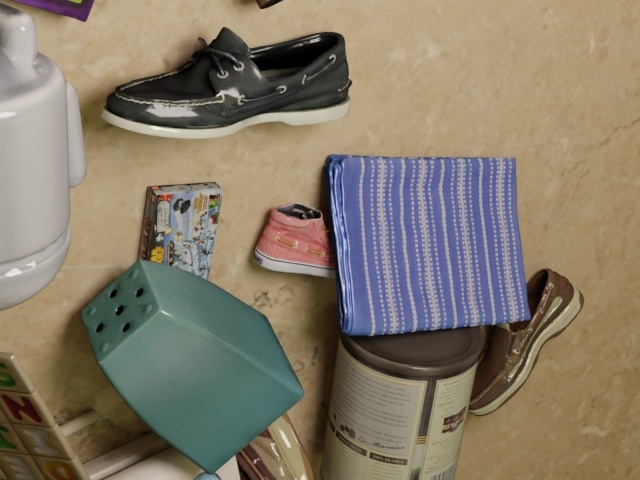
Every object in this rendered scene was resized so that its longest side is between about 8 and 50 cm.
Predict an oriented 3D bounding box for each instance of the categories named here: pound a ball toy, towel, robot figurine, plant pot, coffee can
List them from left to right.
[{"bbox_3d":[-0.361,-0.072,1.384,0.300,0.200,0.353,-24,130,-42],"label":"robot figurine"},{"bbox_3d":[-0.262,0.318,1.706,0.319,0.136,0.208,-21,111,-35],"label":"pound a ball toy"},{"bbox_3d":[-0.173,0.139,1.659,0.165,0.166,0.234,-41,130,9],"label":"plant pot"},{"bbox_3d":[0.110,0.241,1.910,0.201,0.201,0.275,-10,122,-31],"label":"coffee can"},{"bbox_3d":[0.154,0.001,1.824,0.336,0.040,0.243,-2,85,-35],"label":"towel"}]

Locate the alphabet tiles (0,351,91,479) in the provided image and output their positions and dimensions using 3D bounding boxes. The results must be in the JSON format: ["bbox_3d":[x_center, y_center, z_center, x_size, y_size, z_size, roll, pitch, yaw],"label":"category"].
[{"bbox_3d":[-0.414,0.193,1.484,0.342,0.285,0.011,71,31,-41],"label":"alphabet tiles"}]

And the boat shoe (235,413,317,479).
[{"bbox_3d":[-0.048,0.394,1.846,0.123,0.342,0.123,-22,172,-14],"label":"boat shoe"}]

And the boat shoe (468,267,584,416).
[{"bbox_3d":[0.292,0.150,2.071,0.095,0.095,0.257,43,82,-29],"label":"boat shoe"}]

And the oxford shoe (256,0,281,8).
[{"bbox_3d":[-0.001,-0.347,1.568,0.212,0.076,0.076,-30,91,-30],"label":"oxford shoe"}]

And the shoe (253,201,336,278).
[{"bbox_3d":[0.000,0.000,1.778,0.178,0.063,0.081,5,116,-34],"label":"shoe"}]

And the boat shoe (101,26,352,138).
[{"bbox_3d":[-0.097,-0.192,1.550,0.340,0.127,0.113,-7,119,-34],"label":"boat shoe"}]

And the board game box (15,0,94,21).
[{"bbox_3d":[-0.274,-0.411,1.347,0.208,0.056,0.347,10,110,-43],"label":"board game box"}]

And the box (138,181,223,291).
[{"bbox_3d":[-0.178,-0.005,1.673,0.094,0.027,0.137,-5,120,-33],"label":"box"}]
